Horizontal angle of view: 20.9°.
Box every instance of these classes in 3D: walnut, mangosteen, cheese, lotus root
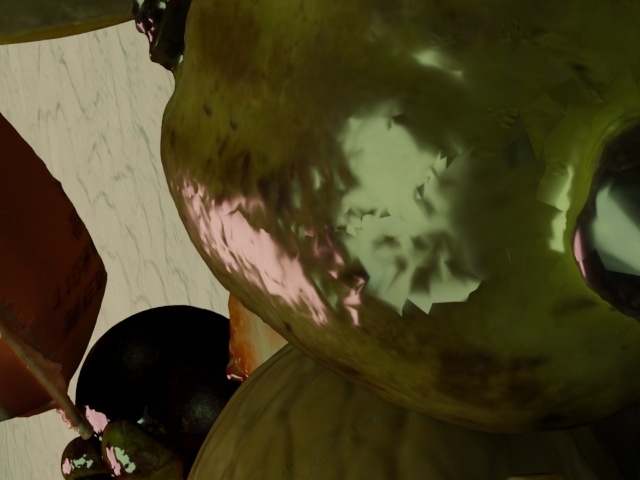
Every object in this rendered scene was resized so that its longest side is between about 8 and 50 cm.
[{"bbox_3d":[0.031,0.121,0.589,0.167,0.167,0.207,-158,56,-67],"label":"walnut"},{"bbox_3d":[-0.082,0.103,0.917,0.140,0.140,0.140,168,90,-70],"label":"mangosteen"},{"bbox_3d":[-0.211,-0.033,0.817,0.329,0.129,0.217,54,169,-24],"label":"cheese"},{"bbox_3d":[0.040,-0.037,0.490,0.314,0.141,0.169,42,120,57],"label":"lotus root"}]

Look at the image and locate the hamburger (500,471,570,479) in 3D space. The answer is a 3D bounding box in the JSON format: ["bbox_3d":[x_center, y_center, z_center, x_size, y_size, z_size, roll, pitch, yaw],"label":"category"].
[{"bbox_3d":[0.126,0.178,0.364,0.318,0.158,0.318,167,90,-70],"label":"hamburger"}]

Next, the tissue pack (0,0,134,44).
[{"bbox_3d":[-0.168,-0.275,0.798,0.382,0.228,0.293,-139,41,-57],"label":"tissue pack"}]

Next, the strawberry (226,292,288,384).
[{"bbox_3d":[0.000,0.000,0.725,0.146,0.082,0.187,-4,92,65],"label":"strawberry"}]
